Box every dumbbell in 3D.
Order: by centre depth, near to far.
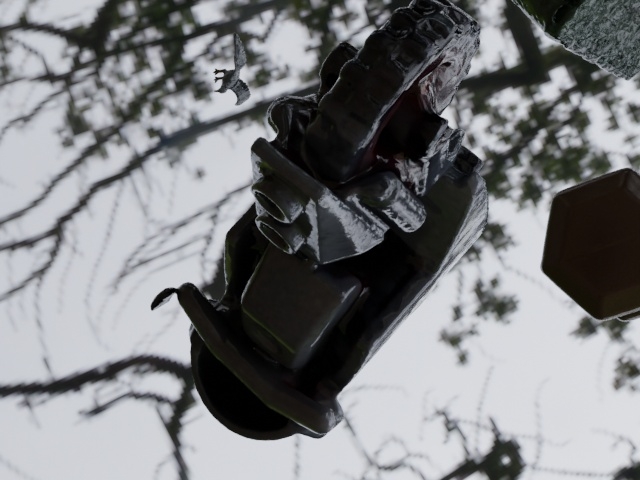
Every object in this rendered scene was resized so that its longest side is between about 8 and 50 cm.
[{"bbox_3d":[0.198,0.007,0.961,0.092,0.231,0.082,-19,-98,14],"label":"dumbbell"}]

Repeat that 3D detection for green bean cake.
[{"bbox_3d":[0.305,-0.278,1.507,0.193,0.208,0.107,-53,-128,16],"label":"green bean cake"}]

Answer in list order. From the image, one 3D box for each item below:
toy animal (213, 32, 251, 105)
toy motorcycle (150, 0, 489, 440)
[{"bbox_3d":[-0.091,-0.160,1.471,0.028,0.050,0.084,34,-33,33],"label":"toy animal"},{"bbox_3d":[0.000,0.000,0.501,0.080,0.122,0.215,38,-15,13],"label":"toy motorcycle"}]
